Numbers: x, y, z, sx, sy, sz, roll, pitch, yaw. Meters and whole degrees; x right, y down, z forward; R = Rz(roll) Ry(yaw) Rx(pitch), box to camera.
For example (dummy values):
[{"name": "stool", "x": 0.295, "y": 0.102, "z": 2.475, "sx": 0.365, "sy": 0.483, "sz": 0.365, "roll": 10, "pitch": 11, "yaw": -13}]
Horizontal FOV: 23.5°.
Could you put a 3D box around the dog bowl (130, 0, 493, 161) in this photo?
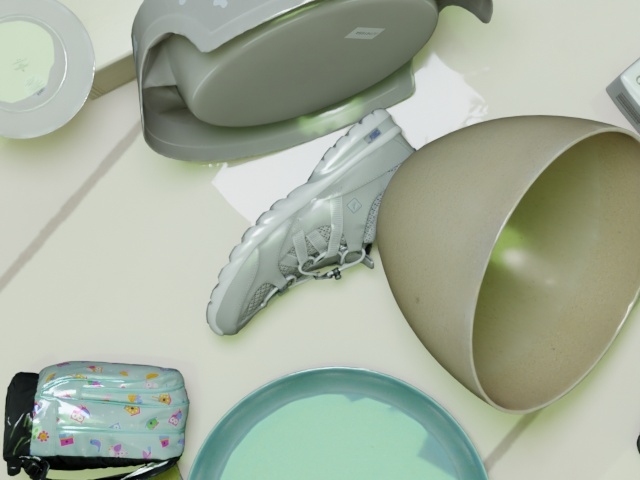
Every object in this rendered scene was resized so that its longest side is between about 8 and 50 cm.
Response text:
[{"name": "dog bowl", "x": -0.017, "y": -0.196, "z": 1.439, "sx": 0.348, "sy": 0.349, "sz": 0.102, "roll": -22, "pitch": 76, "yaw": 2}]

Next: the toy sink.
[{"name": "toy sink", "x": -0.225, "y": -0.236, "z": 1.542, "sx": 0.234, "sy": 0.131, "sz": 0.153, "roll": -27, "pitch": 87, "yaw": 1}]

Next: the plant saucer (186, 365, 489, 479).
[{"name": "plant saucer", "x": 0.018, "y": 0.286, "z": 1.566, "sx": 0.317, "sy": 0.044, "sz": 0.318, "roll": 0, "pitch": 88, "yaw": 3}]

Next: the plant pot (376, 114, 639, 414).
[{"name": "plant pot", "x": 0.166, "y": -0.001, "z": 1.477, "sx": 0.191, "sy": 0.284, "sz": 0.284, "roll": 27, "pitch": 90, "yaw": 39}]

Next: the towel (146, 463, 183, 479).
[{"name": "towel", "x": -0.177, "y": 0.255, "z": 1.571, "sx": 0.083, "sy": 0.060, "sz": 0.009, "roll": -36, "pitch": 124, "yaw": 0}]

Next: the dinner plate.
[{"name": "dinner plate", "x": -0.286, "y": -0.168, "z": 1.470, "sx": 0.141, "sy": 0.017, "sz": 0.141, "roll": 0, "pitch": 90, "yaw": 2}]

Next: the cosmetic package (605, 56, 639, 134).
[{"name": "cosmetic package", "x": 0.399, "y": -0.198, "z": 1.523, "sx": 0.231, "sy": 0.117, "sz": 0.085, "roll": -39, "pitch": 88, "yaw": 3}]

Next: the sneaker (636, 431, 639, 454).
[{"name": "sneaker", "x": 0.396, "y": 0.227, "z": 1.547, "sx": 0.178, "sy": 0.072, "sz": 0.077, "roll": 35, "pitch": 102, "yaw": 11}]

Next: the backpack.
[{"name": "backpack", "x": -0.221, "y": 0.176, "z": 1.530, "sx": 0.182, "sy": 0.152, "sz": 0.115, "roll": 3, "pitch": 98, "yaw": -9}]

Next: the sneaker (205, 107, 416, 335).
[{"name": "sneaker", "x": 0.000, "y": 0.000, "z": 1.540, "sx": 0.115, "sy": 0.105, "sz": 0.281, "roll": 44, "pitch": 90, "yaw": 3}]
